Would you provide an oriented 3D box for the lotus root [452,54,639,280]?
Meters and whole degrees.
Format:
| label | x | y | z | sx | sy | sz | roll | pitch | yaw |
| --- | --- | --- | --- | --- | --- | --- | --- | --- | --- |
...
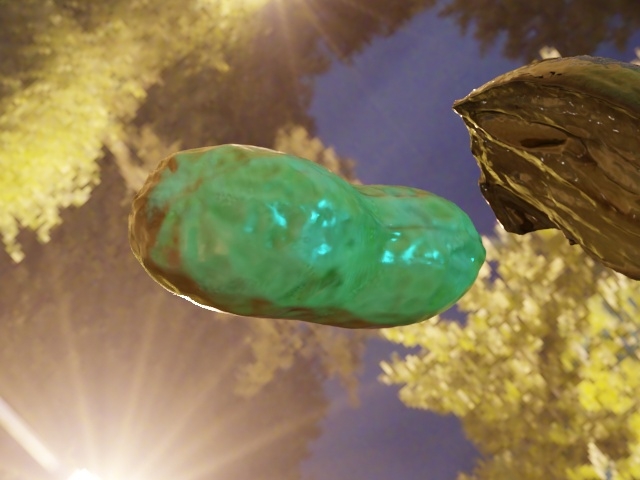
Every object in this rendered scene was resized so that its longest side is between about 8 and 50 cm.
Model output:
| label | x | y | z | sx | sy | sz | roll | pitch | yaw |
| --- | --- | --- | --- | --- | --- | --- | --- | --- | --- |
| lotus root | 0.258 | -0.064 | 1.039 | 0.142 | 0.210 | 0.314 | -38 | -137 | -22 |

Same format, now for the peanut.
| label | x | y | z | sx | sy | sz | roll | pitch | yaw |
| --- | --- | --- | --- | --- | --- | --- | --- | --- | --- |
| peanut | 0.000 | 0.000 | 0.604 | 0.080 | 0.175 | 0.080 | -22 | -116 | 56 |
